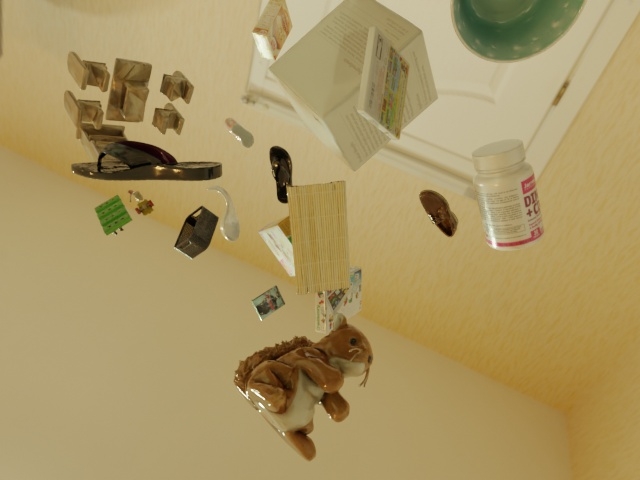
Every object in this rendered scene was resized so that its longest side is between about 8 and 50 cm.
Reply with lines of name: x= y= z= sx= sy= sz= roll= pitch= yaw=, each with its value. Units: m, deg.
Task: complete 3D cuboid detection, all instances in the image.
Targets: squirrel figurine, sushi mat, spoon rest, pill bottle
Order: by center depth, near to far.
sushi mat: x=0.000 y=0.000 z=1.223 sx=0.152 sy=0.316 sz=0.019 roll=-9 pitch=-155 yaw=-11
pill bottle: x=0.522 y=-0.128 z=1.316 sx=0.161 sy=0.282 sz=0.160 roll=-18 pitch=-160 yaw=7
squirrel figurine: x=-0.045 y=0.379 z=1.414 sx=0.370 sy=0.280 sz=0.397 roll=-40 pitch=-153 yaw=-26
spoon rest: x=-0.435 y=-0.124 z=2.167 sx=0.084 sy=0.276 sz=0.137 roll=-10 pitch=-160 yaw=24

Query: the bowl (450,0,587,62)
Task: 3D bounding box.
bowl: x=0.465 y=-0.615 z=1.143 sx=0.312 sy=0.311 sz=0.163 roll=14 pitch=-142 yaw=-7

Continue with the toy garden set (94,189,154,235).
toy garden set: x=-0.766 y=-0.118 z=1.841 sx=0.204 sy=0.049 sz=0.244 roll=-35 pitch=-141 yaw=-13

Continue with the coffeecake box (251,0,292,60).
coffeecake box: x=-0.190 y=-0.842 z=1.870 sx=0.068 sy=0.142 sz=0.185 roll=19 pitch=-106 yaw=15

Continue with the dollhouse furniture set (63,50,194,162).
dollhouse furniture set: x=-0.709 y=-0.461 z=1.654 sx=0.362 sy=0.394 sz=0.256 roll=-8 pitch=-134 yaw=-43

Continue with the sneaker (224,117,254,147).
sneaker: x=-0.284 y=-0.379 z=1.624 sx=0.070 sy=0.051 sz=0.134 roll=43 pitch=180 yaw=31

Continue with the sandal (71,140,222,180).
sandal: x=-0.509 y=-0.239 z=1.381 sx=0.447 sy=0.106 sz=0.167 roll=1 pitch=-162 yaw=5

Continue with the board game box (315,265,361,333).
board game box: x=0.078 y=0.228 z=1.865 sx=0.053 sy=0.192 sz=0.305 roll=5 pitch=-168 yaw=30

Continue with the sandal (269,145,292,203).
sandal: x=-0.166 y=-0.281 z=2.011 sx=0.097 sy=0.254 sz=0.054 roll=-3 pitch=-163 yaw=26

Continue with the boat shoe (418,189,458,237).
boat shoe: x=0.351 y=-0.078 z=1.382 sx=0.178 sy=0.064 sz=0.060 roll=44 pitch=-138 yaw=-28

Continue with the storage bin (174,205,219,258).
storage bin: x=-0.481 y=-0.033 z=1.824 sx=0.084 sy=0.122 sz=0.180 roll=39 pitch=-141 yaw=-30

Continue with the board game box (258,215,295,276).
board game box: x=-0.118 y=0.030 z=1.833 sx=0.064 sy=0.317 sz=0.242 roll=-38 pitch=-80 yaw=-18

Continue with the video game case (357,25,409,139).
video game case: x=0.171 y=-0.408 z=1.238 sx=0.026 sy=0.226 sz=0.206 roll=3 pitch=171 yaw=36

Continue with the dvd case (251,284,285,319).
dvd case: x=-0.199 y=0.238 z=1.798 sx=0.120 sy=0.087 sz=0.013 roll=-31 pitch=-166 yaw=-34

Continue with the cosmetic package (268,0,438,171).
cosmetic package: x=0.117 y=-0.520 z=1.554 sx=0.327 sy=0.394 sz=0.329 roll=50 pitch=-178 yaw=30
